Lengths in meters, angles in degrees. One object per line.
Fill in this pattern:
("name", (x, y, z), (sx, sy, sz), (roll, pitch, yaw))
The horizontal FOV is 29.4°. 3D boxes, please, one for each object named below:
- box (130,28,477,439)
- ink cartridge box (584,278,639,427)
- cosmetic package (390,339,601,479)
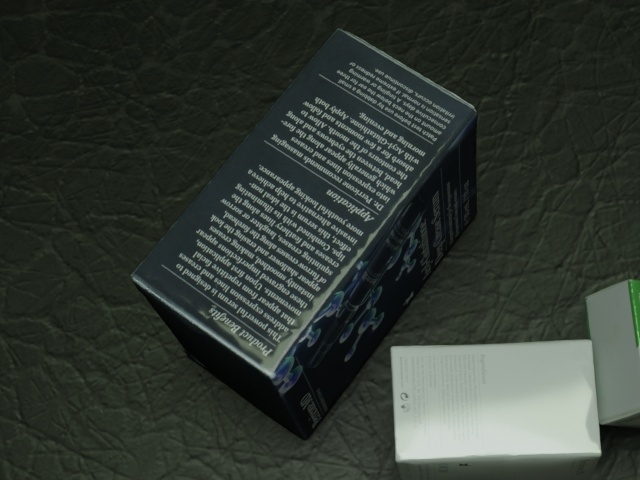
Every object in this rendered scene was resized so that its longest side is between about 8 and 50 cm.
("box", (0.000, 0.000, 1.497), (0.212, 0.293, 0.395), (34, 76, 19))
("ink cartridge box", (0.416, 0.137, 1.399), (0.208, 0.087, 0.153), (8, 66, -27))
("cosmetic package", (0.201, 0.215, 1.422), (0.224, 0.224, 0.138), (-4, 67, 6))
